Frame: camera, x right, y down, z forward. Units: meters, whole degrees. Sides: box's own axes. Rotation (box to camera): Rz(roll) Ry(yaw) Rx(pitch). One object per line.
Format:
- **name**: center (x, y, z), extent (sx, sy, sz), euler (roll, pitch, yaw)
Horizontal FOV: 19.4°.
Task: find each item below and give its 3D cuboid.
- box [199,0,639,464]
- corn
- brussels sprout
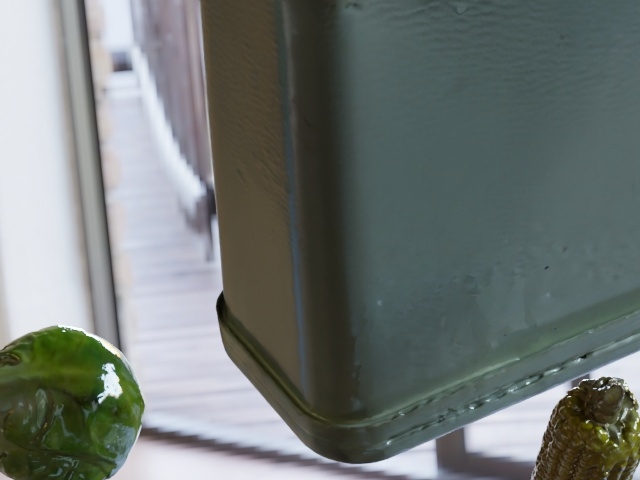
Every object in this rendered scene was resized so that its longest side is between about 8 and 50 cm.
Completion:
- **box**: center (0.105, -0.095, 1.112), extent (0.352, 0.344, 0.177), euler (-20, 35, -21)
- **corn**: center (0.249, 0.220, 1.786), extent (0.097, 0.262, 0.097), euler (4, 50, -5)
- **brussels sprout**: center (-0.268, 0.165, 1.867), extent (0.180, 0.161, 0.144), euler (22, 11, -31)
